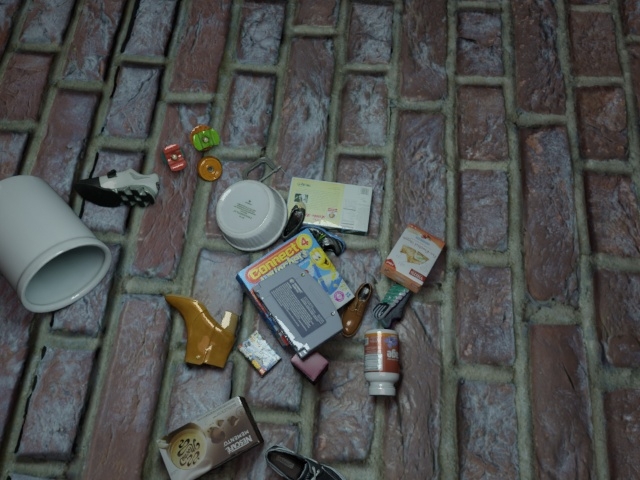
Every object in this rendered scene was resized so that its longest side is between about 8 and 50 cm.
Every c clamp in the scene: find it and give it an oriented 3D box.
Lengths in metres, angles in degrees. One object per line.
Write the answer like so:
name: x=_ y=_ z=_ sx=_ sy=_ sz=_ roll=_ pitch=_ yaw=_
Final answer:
c clamp: x=-0.229 y=-0.271 z=2.078 sx=0.160 sy=0.022 sz=0.137 roll=-32 pitch=73 yaw=-11

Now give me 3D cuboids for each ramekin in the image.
ramekin: x=-0.266 y=-0.104 z=1.934 sx=0.272 sy=0.127 sz=0.273 roll=-4 pitch=71 yaw=12

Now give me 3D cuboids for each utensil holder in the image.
utensil holder: x=-0.995 y=0.005 z=1.827 sx=0.327 sy=0.328 sz=0.385 roll=-43 pitch=74 yaw=-14

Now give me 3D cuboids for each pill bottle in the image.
pill bottle: x=0.210 y=0.420 z=1.773 sx=0.121 sy=0.121 sz=0.216 roll=1 pitch=71 yaw=1

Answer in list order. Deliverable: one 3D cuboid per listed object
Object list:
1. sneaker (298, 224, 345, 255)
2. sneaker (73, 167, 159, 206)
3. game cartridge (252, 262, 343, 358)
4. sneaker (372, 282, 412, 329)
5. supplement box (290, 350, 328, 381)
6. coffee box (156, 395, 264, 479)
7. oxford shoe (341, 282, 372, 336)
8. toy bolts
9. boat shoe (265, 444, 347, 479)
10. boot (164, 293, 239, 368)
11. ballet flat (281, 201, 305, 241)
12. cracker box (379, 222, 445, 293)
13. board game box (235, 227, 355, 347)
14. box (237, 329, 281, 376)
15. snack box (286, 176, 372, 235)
sneaker: x=0.000 y=0.000 z=1.954 sx=0.188 sy=0.067 sz=0.078 roll=25 pitch=66 yaw=6
sneaker: x=-0.787 y=-0.216 z=2.026 sx=0.330 sy=0.123 sz=0.146 roll=5 pitch=52 yaw=3
game cartridge: x=-0.066 y=0.221 z=1.707 sx=0.196 sy=0.060 sz=0.294 roll=-32 pitch=66 yaw=-16
sneaker: x=0.281 y=0.231 z=1.881 sx=0.223 sy=0.083 sz=0.098 roll=-40 pitch=114 yaw=-26
supplement box: x=-0.035 y=0.418 z=1.739 sx=0.104 sy=0.188 sz=0.081 roll=38 pitch=74 yaw=13
coffee box: x=-0.356 y=0.656 z=1.692 sx=0.297 sy=0.119 sz=0.168 roll=-26 pitch=71 yaw=-9
oxford shoe: x=0.127 y=0.244 z=1.862 sx=0.076 sy=0.076 sz=0.213 roll=21 pitch=73 yaw=6
toy bolts: x=-0.516 y=-0.338 z=2.073 sx=0.228 sy=0.158 sz=0.219 roll=-19 pitch=111 yaw=-17
boat shoe: x=-0.043 y=0.750 z=1.664 sx=0.301 sy=0.102 sz=0.108 roll=28 pitch=73 yaw=10
boot: x=-0.447 y=0.322 z=1.823 sx=0.294 sy=0.104 sz=0.212 roll=18 pitch=71 yaw=2
ballet flat: x=-0.097 y=-0.070 z=1.928 sx=0.057 sy=0.049 sz=0.173 roll=21 pitch=71 yaw=3
cracker box: x=0.339 y=0.061 z=1.894 sx=0.155 sy=0.067 sz=0.232 roll=30 pitch=55 yaw=10
board game box: x=-0.089 y=0.165 z=1.833 sx=0.308 sy=0.086 sz=0.302 roll=-34 pitch=86 yaw=-19
box: x=-0.217 y=0.400 z=1.832 sx=0.094 sy=0.027 sz=0.137 roll=-41 pitch=75 yaw=-14
snack box: x=0.032 y=-0.132 z=2.004 sx=0.321 sy=0.060 sz=0.187 roll=8 pitch=72 yaw=3
